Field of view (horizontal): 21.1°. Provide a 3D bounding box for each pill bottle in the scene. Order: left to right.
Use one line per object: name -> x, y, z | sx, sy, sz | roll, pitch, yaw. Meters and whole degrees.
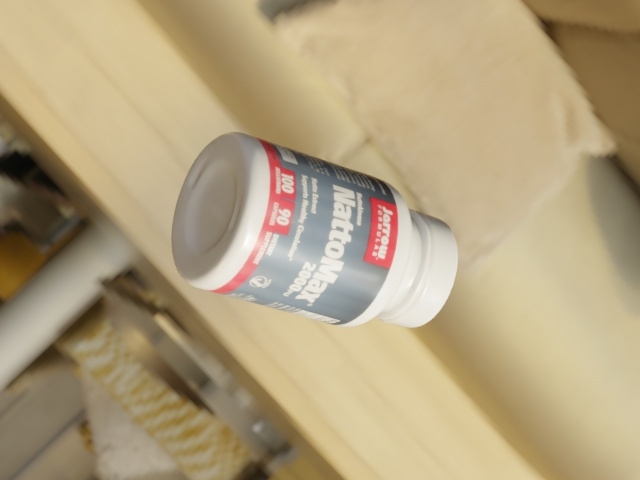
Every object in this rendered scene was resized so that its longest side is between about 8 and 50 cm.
pill bottle -> 0.000, 0.000, 1.171 | 0.180, 0.108, 0.108 | 16, -173, -31
